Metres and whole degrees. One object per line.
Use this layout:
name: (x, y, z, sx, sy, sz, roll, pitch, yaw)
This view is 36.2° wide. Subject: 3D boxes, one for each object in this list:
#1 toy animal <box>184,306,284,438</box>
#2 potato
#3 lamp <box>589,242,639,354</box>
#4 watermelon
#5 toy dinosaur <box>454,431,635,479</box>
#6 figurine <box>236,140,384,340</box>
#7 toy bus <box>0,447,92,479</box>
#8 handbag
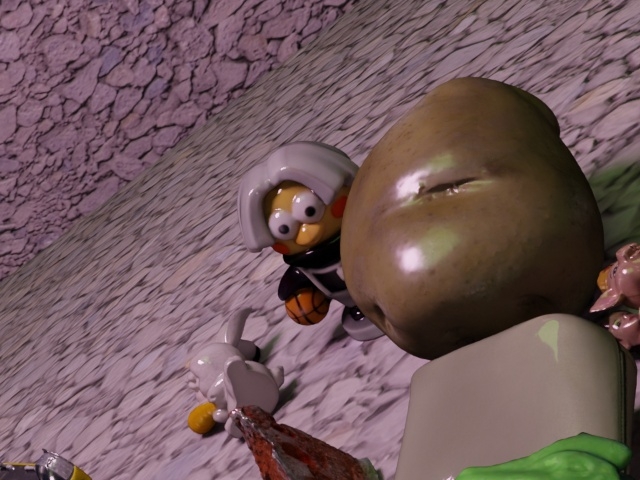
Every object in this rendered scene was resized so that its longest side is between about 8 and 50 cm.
toy animal: (-0.108, 0.169, 1.209, 0.127, 0.131, 0.181, -13, 20, -22)
potato: (0.140, -0.016, 0.952, 0.243, 0.221, 0.326, -42, 29, 24)
lamp: (0.287, 0.047, 0.734, 0.118, 0.118, 0.253, -48, 24, -20)
watermelon: (-0.002, 0.213, 0.870, 0.121, 0.158, 0.098, -15, 17, -13)
toy dinosaur: (0.287, 0.212, 0.403, 0.499, 0.144, 0.374, -15, 34, 21)
figurine: (0.000, 0.000, 1.130, 0.176, 0.236, 0.133, -34, 22, 12)
toy bus: (-0.346, 0.344, 1.138, 0.330, 0.152, 0.144, -15, 37, 52)
handbag: (0.115, 0.208, 0.690, 0.241, 0.109, 0.315, -33, 23, 44)
